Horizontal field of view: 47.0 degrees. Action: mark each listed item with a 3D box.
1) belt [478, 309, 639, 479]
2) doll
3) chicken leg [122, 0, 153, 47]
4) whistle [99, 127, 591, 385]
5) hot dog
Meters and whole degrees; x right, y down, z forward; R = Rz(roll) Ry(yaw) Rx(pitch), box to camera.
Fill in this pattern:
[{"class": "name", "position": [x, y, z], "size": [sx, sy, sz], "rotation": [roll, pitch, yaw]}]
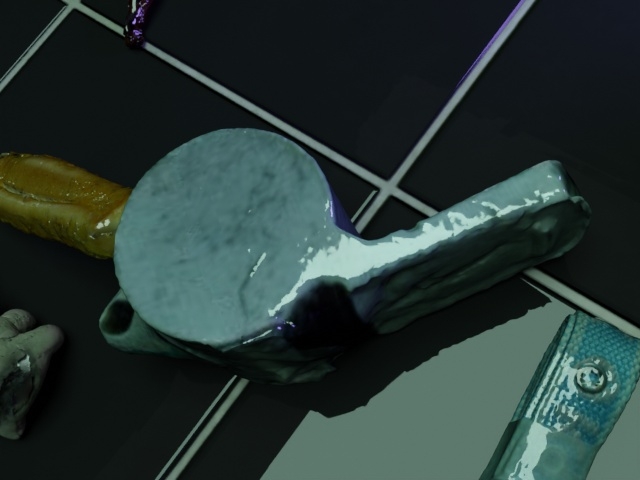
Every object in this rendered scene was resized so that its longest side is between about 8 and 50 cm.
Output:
[{"class": "belt", "position": [0.158, 0.195, 0.565], "size": [0.072, 0.087, 0.302], "rotation": [29, 79, 11]}, {"class": "doll", "position": [-0.355, 0.113, 0.733], "size": [0.192, 0.095, 0.149], "rotation": [22, 78, 19]}, {"class": "chicken leg", "position": [-0.233, -0.332, 0.901], "size": [0.093, 0.053, 0.205], "rotation": [-38, 54, 24]}, {"class": "whistle", "position": [0.011, 0.027, 0.623], "size": [0.405, 0.168, 0.188], "rotation": [4, 70, 18]}, {"class": "hot dog", "position": [-0.264, -0.037, 0.743], "size": [0.289, 0.068, 0.083], "rotation": [17, 70, 42]}]
